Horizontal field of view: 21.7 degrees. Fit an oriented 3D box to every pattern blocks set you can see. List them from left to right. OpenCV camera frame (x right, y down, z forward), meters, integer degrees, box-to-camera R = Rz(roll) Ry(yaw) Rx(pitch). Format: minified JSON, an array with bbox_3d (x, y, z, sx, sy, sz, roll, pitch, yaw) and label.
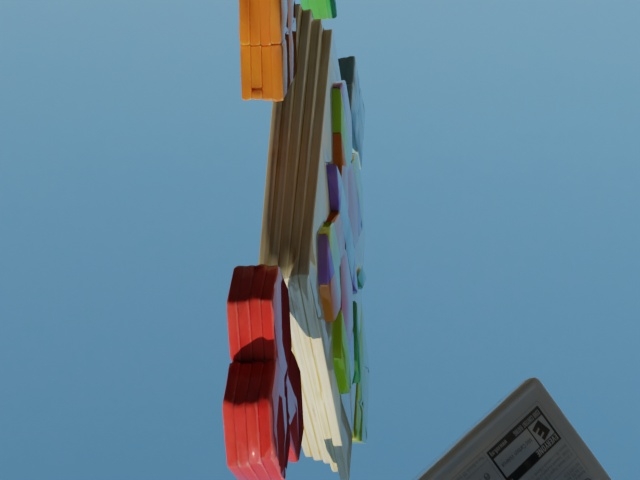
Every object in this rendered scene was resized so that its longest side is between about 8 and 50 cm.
[{"bbox_3d":[0.000,0.000,0.759,0.026,0.285,0.324,-3,-122,8],"label":"pattern blocks set"}]

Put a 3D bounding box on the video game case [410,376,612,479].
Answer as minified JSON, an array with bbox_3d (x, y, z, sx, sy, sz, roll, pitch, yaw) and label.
[{"bbox_3d":[0.122,0.222,1.001,0.227,0.206,0.026,-35,179,-40],"label":"video game case"}]
